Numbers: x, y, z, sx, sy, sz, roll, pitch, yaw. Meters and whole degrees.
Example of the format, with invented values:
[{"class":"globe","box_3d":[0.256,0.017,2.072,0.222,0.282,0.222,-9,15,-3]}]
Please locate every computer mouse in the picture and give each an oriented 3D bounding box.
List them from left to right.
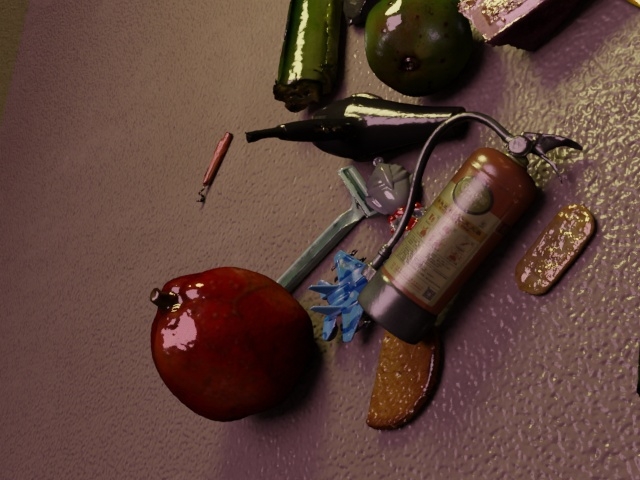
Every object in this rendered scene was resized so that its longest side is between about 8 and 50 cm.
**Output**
[{"class":"computer mouse","box_3d":[0.094,-0.492,1.777,0.099,0.057,0.172,34,111,50]}]

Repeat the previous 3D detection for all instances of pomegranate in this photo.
[{"class":"pomegranate","box_3d":[0.167,-0.348,1.541,0.187,0.187,0.225,-36,19,33]}]

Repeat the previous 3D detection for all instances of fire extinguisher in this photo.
[{"class":"fire extinguisher","box_3d":[0.187,-0.044,1.348,0.200,0.113,0.376,41,100,11]}]

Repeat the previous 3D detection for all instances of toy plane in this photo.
[{"class":"toy plane","box_3d":[0.082,0.068,1.497,0.246,0.078,0.169,-28,52,31]}]

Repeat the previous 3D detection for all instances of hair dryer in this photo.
[{"class":"hair dryer","box_3d":[0.031,-0.173,1.478,0.303,0.359,0.120,7,103,42]}]

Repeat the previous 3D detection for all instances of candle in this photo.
[{"class":"candle","box_3d":[-0.236,-0.161,2.026,0.026,0.021,0.167,25,91,32]}]

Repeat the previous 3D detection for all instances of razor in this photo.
[{"class":"razor","box_3d":[0.007,0.001,1.642,0.278,0.056,0.111,-51,56,30]}]

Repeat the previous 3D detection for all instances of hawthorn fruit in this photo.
[{"class":"hawthorn fruit","box_3d":[-0.174,0.166,1.564,0.265,0.307,0.265,-25,49,33]}]

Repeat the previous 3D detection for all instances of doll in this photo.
[{"class":"doll","box_3d":[0.127,-0.066,1.513,0.094,0.079,0.180,-28,57,2]}]

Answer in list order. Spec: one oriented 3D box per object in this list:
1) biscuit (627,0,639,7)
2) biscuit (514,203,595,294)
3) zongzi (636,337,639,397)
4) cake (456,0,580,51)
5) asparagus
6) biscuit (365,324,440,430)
[{"class":"biscuit","box_3d":[0.420,-0.396,1.365,0.048,0.026,0.292,-60,37,22]},{"class":"biscuit","box_3d":[0.324,0.013,1.280,0.147,0.018,0.071,-55,41,16]},{"class":"zongzi","box_3d":[0.457,0.013,0.973,0.383,0.319,0.362,1,74,70]},{"class":"cake","box_3d":[0.358,-0.400,1.378,0.295,0.112,0.116,-39,55,30]},{"class":"asparagus","box_3d":[-0.013,-0.440,1.836,0.128,0.108,0.382,-17,58,46]},{"class":"biscuit","box_3d":[0.134,0.193,1.410,0.126,0.025,0.206,0,73,50]}]
